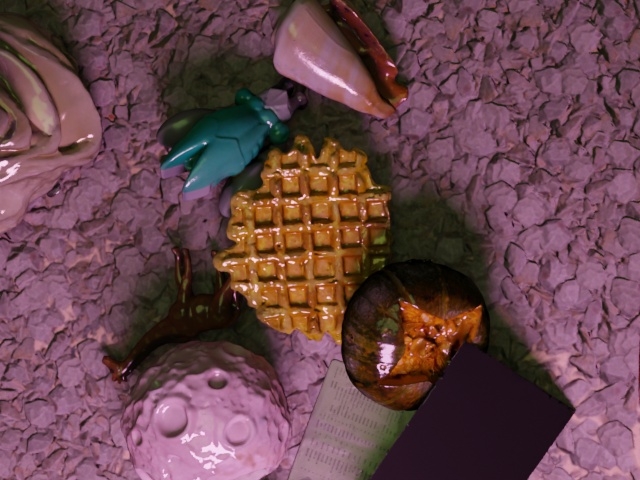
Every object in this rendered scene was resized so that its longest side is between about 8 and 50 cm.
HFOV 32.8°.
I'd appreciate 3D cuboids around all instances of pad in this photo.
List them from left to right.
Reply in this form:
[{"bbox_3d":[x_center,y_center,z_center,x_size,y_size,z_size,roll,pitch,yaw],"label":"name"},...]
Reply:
[{"bbox_3d":[0.045,0.339,1.725,0.159,0.009,0.265,20,88,10],"label":"pad"},{"bbox_3d":[0.200,0.354,1.634,0.247,0.007,0.368,34,91,-26],"label":"pad"}]

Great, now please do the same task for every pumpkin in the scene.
[{"bbox_3d":[0.139,0.139,1.639,0.238,0.159,0.238,-6,104,-24],"label":"pumpkin"}]

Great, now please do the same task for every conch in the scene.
[{"bbox_3d":[0.013,-0.287,1.744,0.255,0.127,0.158,48,55,-10],"label":"conch"}]

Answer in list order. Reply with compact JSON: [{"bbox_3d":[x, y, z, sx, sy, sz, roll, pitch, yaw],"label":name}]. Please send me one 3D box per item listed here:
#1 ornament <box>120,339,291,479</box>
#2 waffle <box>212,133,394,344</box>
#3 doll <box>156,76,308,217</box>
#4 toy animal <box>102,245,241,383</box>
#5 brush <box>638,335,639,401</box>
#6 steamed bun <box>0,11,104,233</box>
[{"bbox_3d":[-0.174,0.267,1.637,0.259,0.259,0.225,-24,73,5],"label":"ornament"},{"bbox_3d":[-0.001,0.000,1.700,0.307,0.060,0.312,31,90,-9],"label":"waffle"},{"bbox_3d":[-0.132,-0.142,1.739,0.258,0.153,0.195,-14,64,-10],"label":"doll"},{"bbox_3d":[-0.240,0.124,1.757,0.224,0.066,0.230,5,91,9],"label":"toy animal"},{"bbox_3d":[0.519,0.184,1.653,0.070,0.051,0.323,8,83,2],"label":"brush"},{"bbox_3d":[-0.539,-0.193,1.741,0.346,0.237,0.394,6,85,8],"label":"steamed bun"}]
